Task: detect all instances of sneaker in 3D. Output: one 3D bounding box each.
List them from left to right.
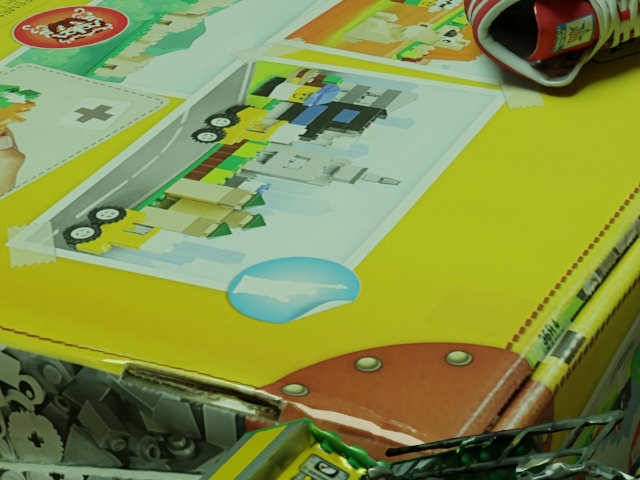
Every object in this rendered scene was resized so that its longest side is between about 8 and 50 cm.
[{"bbox_3d":[0.113,-0.089,0.669,0.118,0.042,0.067,-6,24,9],"label":"sneaker"}]

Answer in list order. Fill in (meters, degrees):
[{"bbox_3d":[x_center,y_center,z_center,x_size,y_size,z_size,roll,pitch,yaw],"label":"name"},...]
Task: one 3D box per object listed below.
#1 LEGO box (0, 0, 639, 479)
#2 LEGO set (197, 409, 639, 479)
[{"bbox_3d":[0.000,0.000,0.766,0.373,0.193,0.500,13,32,27],"label":"LEGO box"},{"bbox_3d":[0.064,0.156,0.351,0.331,0.255,0.192,-7,22,38],"label":"LEGO set"}]
